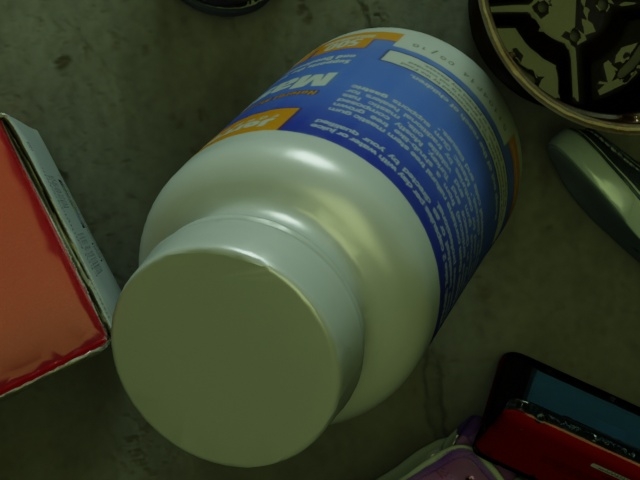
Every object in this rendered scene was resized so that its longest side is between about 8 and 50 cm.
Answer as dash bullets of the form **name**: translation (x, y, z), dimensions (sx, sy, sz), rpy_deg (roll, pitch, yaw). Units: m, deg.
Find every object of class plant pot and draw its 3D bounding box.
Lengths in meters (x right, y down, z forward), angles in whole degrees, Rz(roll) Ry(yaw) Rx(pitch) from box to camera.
- **plant pot**: translation (0.155, -0.139, 1.015), dimensions (0.167, 0.165, 0.167), rpy_deg (0, 92, -4)

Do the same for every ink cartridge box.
- **ink cartridge box**: translation (-0.263, 0.059, 0.933), dimensions (0.309, 0.272, 0.130), rpy_deg (-27, 93, -4)

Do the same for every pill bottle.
- **pill bottle**: translation (0.000, 0.000, 0.937), dimensions (0.152, 0.272, 0.152), rpy_deg (8, 115, 18)

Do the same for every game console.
- **game console**: translation (0.167, 0.105, 1.024), dimensions (0.144, 0.124, 0.085), rpy_deg (24, 67, 1)

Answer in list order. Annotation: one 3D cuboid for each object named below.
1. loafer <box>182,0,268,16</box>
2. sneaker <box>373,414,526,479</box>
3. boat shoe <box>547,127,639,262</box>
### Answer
- **loafer**: translation (-0.033, -0.279, 1.032), dimensions (0.109, 0.095, 0.303), rpy_deg (7, 90, -5)
- **sneaker**: translation (0.140, 0.175, 1.053), dimensions (0.282, 0.102, 0.161), rpy_deg (-7, 87, -5)
- **boat shoe**: translation (0.218, -0.018, 1.076), dimensions (0.183, 0.065, 0.083), rpy_deg (44, 85, -10)
